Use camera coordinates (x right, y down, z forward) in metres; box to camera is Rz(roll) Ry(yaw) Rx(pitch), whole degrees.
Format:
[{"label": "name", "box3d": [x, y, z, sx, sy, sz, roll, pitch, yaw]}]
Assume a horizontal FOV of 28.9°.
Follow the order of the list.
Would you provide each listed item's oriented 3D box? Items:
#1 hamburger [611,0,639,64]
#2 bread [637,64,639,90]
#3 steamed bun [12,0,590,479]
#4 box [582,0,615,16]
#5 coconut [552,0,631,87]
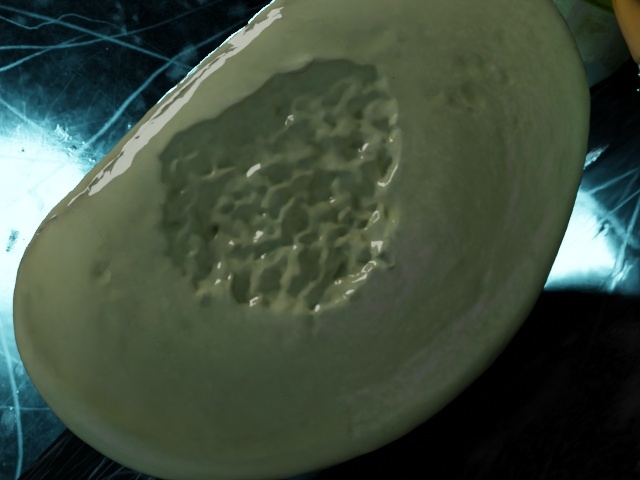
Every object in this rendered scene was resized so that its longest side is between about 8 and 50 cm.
[{"label": "hamburger", "box3d": [0.272, -0.170, 0.650, 0.276, 0.237, 0.276, -44, 5, 5]}, {"label": "bread", "box3d": [0.333, -0.235, 0.927, 0.316, 0.054, 0.316, -162, 90, -76]}, {"label": "steamed bun", "box3d": [0.000, 0.000, 0.979, 0.456, 0.290, 0.371, -44, 2, -4]}, {"label": "box", "box3d": [0.255, -0.266, 0.784, 0.335, 0.187, 0.047, 130, 156, -53]}, {"label": "coconut", "box3d": [0.222, -0.309, 1.341, 0.309, 0.298, 0.297, -4, -25, -44]}]
